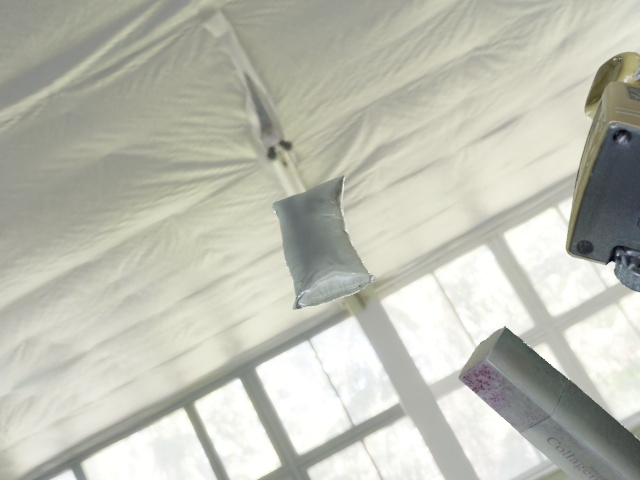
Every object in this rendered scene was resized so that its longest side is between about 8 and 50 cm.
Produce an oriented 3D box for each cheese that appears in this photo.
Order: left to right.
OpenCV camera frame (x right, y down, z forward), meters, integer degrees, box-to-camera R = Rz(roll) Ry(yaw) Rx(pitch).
[{"bbox_3d":[0.378,-0.200,1.006,0.086,0.036,0.162,-64,7,-10],"label":"cheese"}]

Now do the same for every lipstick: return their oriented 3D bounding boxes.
[{"bbox_3d":[0.309,0.234,0.977,0.068,0.317,0.066,-48,-1,-39],"label":"lipstick"}]

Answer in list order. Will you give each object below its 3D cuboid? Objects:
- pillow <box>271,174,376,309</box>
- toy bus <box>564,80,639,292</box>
[{"bbox_3d":[0.001,-0.001,1.393,0.144,0.254,0.078,-28,-44,15],"label":"pillow"},{"bbox_3d":[0.448,-0.041,0.837,0.202,0.365,0.177,-61,-17,-57],"label":"toy bus"}]
